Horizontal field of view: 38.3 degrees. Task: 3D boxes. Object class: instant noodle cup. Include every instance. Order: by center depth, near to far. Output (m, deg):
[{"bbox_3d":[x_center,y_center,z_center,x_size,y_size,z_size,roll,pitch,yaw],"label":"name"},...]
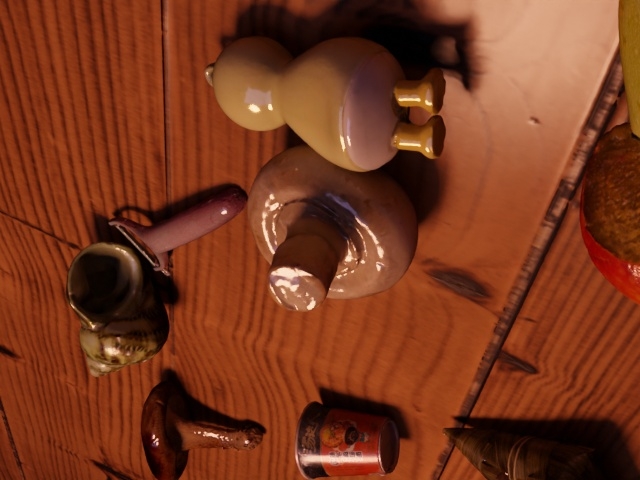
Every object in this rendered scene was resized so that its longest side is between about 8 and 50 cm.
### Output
[{"bbox_3d":[0.046,0.317,1.441,0.136,0.127,0.127,-2,131,26],"label":"instant noodle cup"}]

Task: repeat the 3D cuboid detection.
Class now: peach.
[{"bbox_3d":[0.328,-0.024,0.816,0.192,0.190,0.190,33,142,-9],"label":"peach"}]

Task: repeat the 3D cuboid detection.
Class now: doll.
[{"bbox_3d":[-0.005,-0.157,0.978,0.296,0.117,0.141,23,136,34],"label":"doll"}]

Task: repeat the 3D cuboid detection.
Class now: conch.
[{"bbox_3d":[-0.324,0.112,1.431,0.187,0.181,0.124,25,149,-28],"label":"conch"}]

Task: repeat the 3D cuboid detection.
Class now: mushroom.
[{"bbox_3d":[0.011,0.001,1.067,0.206,0.209,0.206,4,154,2],"label":"mushroom"},{"bbox_3d":[-0.210,0.366,1.680,0.218,0.148,0.227,6,142,8],"label":"mushroom"}]

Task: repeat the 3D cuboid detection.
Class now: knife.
[{"bbox_3d":[-0.196,-0.010,1.311,0.278,0.053,0.123,-18,125,47],"label":"knife"}]

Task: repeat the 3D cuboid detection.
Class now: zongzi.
[{"bbox_3d":[0.321,0.359,1.317,0.241,0.111,0.247,9,145,54],"label":"zongzi"}]

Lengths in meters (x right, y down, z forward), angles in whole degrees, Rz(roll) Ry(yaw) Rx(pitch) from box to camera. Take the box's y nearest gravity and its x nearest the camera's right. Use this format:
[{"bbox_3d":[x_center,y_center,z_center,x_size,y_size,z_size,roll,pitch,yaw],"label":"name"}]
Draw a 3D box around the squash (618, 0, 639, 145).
[{"bbox_3d":[0.294,-0.169,0.742,0.123,0.123,0.186,1,129,34],"label":"squash"}]
